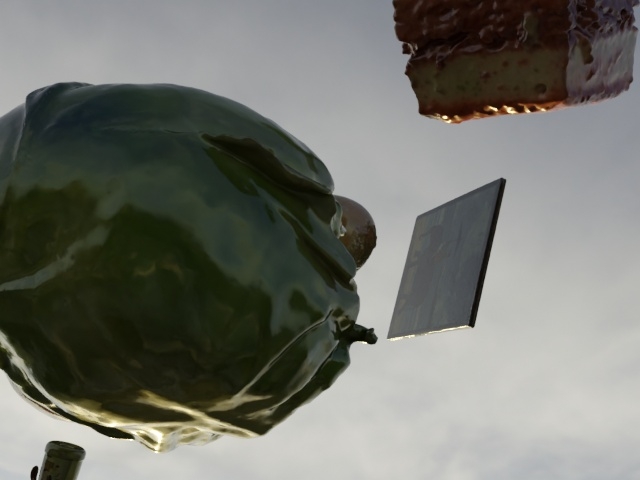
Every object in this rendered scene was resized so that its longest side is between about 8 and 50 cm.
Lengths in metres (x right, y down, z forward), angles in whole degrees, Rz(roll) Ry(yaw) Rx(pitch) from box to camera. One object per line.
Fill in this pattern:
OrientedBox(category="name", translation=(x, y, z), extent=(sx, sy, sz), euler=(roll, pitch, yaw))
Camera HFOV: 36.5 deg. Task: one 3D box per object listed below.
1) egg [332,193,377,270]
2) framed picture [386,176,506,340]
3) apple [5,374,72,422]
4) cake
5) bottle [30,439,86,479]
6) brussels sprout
OrientedBox(category="egg", translation=(0.001, -0.003, 1.619), extent=(0.202, 0.164, 0.164), euler=(-14, -35, -30))
OrientedBox(category="framed picture", translation=(0.218, 0.044, 1.733), extent=(0.016, 0.264, 0.347), euler=(20, -14, -15))
OrientedBox(category="apple", translation=(-0.364, 0.157, 1.442), extent=(0.230, 0.229, 0.229), euler=(2, -43, 2))
OrientedBox(category="cake", translation=(0.278, -0.333, 1.354), extent=(0.270, 0.270, 0.319), euler=(1, -73, 38))
OrientedBox(category="bottle", translation=(-0.301, 0.281, 1.098), extent=(0.047, 0.101, 0.063), euler=(20, -7, -35))
OrientedBox(category="brussels sprout", translation=(-0.180, 0.007, 0.943), extent=(0.361, 0.342, 0.425), euler=(40, -26, -29))
